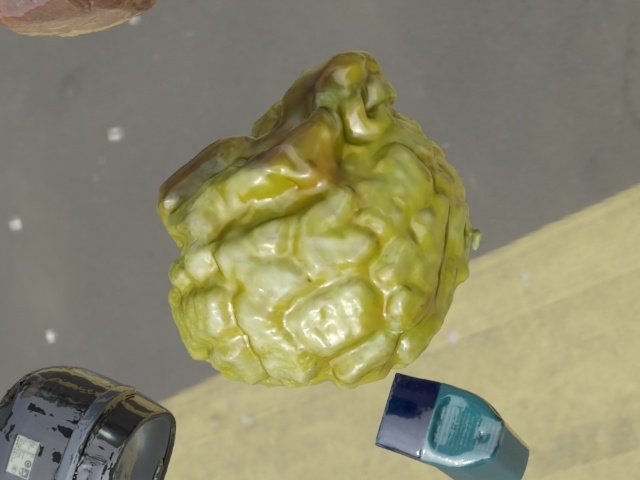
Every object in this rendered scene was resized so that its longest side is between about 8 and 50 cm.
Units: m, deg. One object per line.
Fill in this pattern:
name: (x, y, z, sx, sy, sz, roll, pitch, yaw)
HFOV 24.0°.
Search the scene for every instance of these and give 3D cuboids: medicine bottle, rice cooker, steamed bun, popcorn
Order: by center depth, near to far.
popcorn: (-0.002, -0.015, 1.123, 0.206, 0.237, 0.251, 138, 127, -83)
medicine bottle: (0.145, 0.205, 1.545, 0.124, 0.258, 0.079, 11, 77, 21)
steamed bun: (-0.282, -0.297, 1.738, 0.145, 0.175, 0.106, -12, 84, 34)
rice cooker: (-0.353, 0.307, 2.161, 0.225, 0.267, 0.267, 20, 116, 16)
